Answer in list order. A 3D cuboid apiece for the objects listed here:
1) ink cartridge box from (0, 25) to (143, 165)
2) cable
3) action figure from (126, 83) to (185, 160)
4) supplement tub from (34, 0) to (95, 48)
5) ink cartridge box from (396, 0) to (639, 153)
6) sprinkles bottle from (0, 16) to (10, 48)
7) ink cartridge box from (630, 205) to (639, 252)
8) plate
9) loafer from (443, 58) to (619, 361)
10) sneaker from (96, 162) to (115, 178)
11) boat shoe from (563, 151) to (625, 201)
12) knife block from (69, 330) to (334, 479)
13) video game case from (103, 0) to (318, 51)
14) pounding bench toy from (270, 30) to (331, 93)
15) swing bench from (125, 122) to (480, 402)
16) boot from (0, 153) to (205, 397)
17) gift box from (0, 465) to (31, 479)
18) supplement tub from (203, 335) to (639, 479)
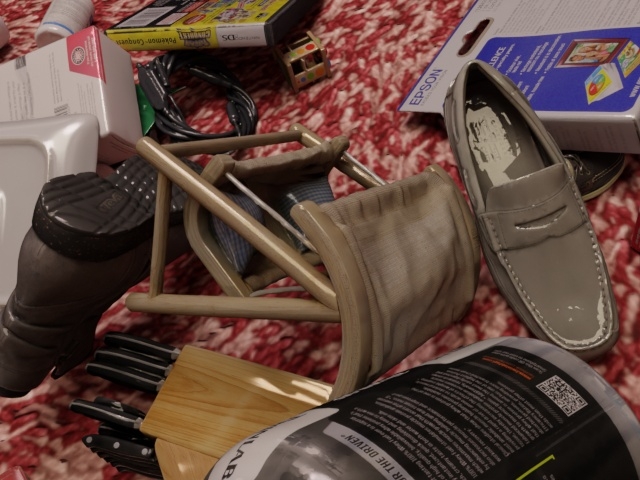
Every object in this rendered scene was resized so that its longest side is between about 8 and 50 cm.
[{"bbox_3d":[-0.359,-0.166,0.949,0.217,0.092,0.159,-15,75,15],"label":"ink cartridge box"},{"bbox_3d":[-0.160,-0.186,0.964,0.150,0.047,0.184,-17,65,-42],"label":"cable"},{"bbox_3d":[-0.318,-0.197,1.031,0.232,0.063,0.137,24,65,24],"label":"action figure"},{"bbox_3d":[-0.423,-0.358,1.173,0.071,0.071,0.107,0,55,14],"label":"supplement tub"},{"bbox_3d":[0.298,-0.235,0.880,0.307,0.072,0.304,11,56,45],"label":"ink cartridge box"},{"bbox_3d":[-0.672,-0.262,1.137,0.121,0.121,0.355,24,64,29],"label":"sprinkles bottle"},{"bbox_3d":[0.414,-0.017,0.666,0.127,0.128,0.176,-38,55,-14],"label":"ink cartridge box"},{"bbox_3d":[-0.411,-0.020,0.864,0.277,0.045,0.278,-1,82,14],"label":"plate"},{"bbox_3d":[0.202,-0.034,0.705,0.112,0.111,0.319,-25,71,7],"label":"loafer"},{"bbox_3d":[-0.368,-0.033,0.924,0.212,0.080,0.094,-14,67,5],"label":"sneaker"},{"bbox_3d":[0.276,-0.070,0.790,0.152,0.049,0.056,-30,55,-7],"label":"boat shoe"},{"bbox_3d":[-0.097,0.156,0.698,0.275,0.088,0.242,-26,53,-4],"label":"knife block"},{"bbox_3d":[-0.144,-0.341,1.051,0.248,0.035,0.275,2,33,17],"label":"video game case"},{"bbox_3d":[-0.028,-0.265,1.012,0.065,0.052,0.083,-27,52,-6],"label":"pounding bench toy"},{"bbox_3d":[0.000,0.000,0.668,0.254,0.165,0.253,19,21,28],"label":"swing bench"},{"bbox_3d":[-0.226,0.027,0.780,0.118,0.338,0.223,38,112,15],"label":"boot"},{"bbox_3d":[-0.206,0.347,0.483,0.276,0.258,0.255,-24,50,-19],"label":"gift box"},{"bbox_3d":[0.061,0.195,0.461,0.338,0.207,0.207,-9,39,-44],"label":"supplement tub"}]
